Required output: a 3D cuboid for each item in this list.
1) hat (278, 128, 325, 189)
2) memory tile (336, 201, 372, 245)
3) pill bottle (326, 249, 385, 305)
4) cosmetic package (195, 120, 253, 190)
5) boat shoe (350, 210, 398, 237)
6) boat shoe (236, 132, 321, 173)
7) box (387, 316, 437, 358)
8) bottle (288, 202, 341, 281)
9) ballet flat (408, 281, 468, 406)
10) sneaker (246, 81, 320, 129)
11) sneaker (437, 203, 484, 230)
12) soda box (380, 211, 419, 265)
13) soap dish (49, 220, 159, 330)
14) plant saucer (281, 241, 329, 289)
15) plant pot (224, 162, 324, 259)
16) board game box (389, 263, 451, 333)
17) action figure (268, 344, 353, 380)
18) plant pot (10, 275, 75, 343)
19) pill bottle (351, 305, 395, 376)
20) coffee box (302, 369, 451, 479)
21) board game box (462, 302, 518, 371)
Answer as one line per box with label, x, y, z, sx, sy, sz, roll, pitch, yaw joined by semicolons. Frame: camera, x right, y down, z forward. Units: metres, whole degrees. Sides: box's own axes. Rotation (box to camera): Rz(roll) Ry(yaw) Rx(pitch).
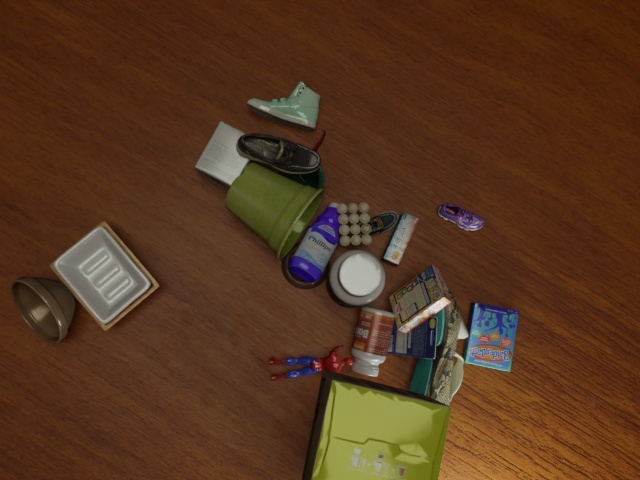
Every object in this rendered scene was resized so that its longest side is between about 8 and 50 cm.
hat;-0.028;-0.250;2.044;0.173;0.183;0.208;47;120;2
memory tile;0.115;-0.055;1.942;0.113;0.012;0.148;-4;84;-4
pill bottle;0.112;0.124;1.847;0.176;0.318;0.176;0;81;-3
cosmetic package;-0.312;-0.277;1.963;0.151;0.151;0.184;29;82;0
boat shoe;0.194;-0.052;1.995;0.183;0.083;0.065;-26;84;-7
boat shoe;-0.132;-0.285;1.867;0.285;0.092;0.103;16;88;-11
box;0.304;0.315;1.892;0.036;0.225;0.136;12;80;-36
bottle;0.000;0.000;1.949;0.118;0.092;0.283;32;66;-7
ballet flat;0.407;0.373;1.930;0.182;0.164;0.483;10;86;-24
sneaker;-0.126;-0.496;2.033;0.256;0.094;0.151;14;87;-11
sneaker;0.497;-0.084;2.025;0.170;0.071;0.068;18;81;-1
soda box;0.277;-0.003;2.006;0.063;0.058;0.183;25;80;1
soap dish;-0.708;0.118;1.901;0.229;0.118;0.291;-41;87;-8
plant saucer;-0.051;0.085;1.990;0.168;0.029;0.168;1;81;-3
plant pot;-0.165;-0.118;1.895;0.254;0.276;0.276;33;81;6
board game box;0.320;0.191;1.867;0.045;0.147;0.193;33;120;-31
action figure;-0.017;0.412;1.924;0.280;0.139;0.091;-9;85;18
plant pot;-0.877;0.206;1.857;0.237;0.237;0.110;47;44;4
pill bottle;0.170;0.336;1.918;0.121;0.121;0.216;14;84;-1
coffee box;0.145;0.588;1.654;0.337;0.334;0.338;13;81;-1
board game box;0.587;0.332;1.982;0.160;0.047;0.210;11;82;-2
